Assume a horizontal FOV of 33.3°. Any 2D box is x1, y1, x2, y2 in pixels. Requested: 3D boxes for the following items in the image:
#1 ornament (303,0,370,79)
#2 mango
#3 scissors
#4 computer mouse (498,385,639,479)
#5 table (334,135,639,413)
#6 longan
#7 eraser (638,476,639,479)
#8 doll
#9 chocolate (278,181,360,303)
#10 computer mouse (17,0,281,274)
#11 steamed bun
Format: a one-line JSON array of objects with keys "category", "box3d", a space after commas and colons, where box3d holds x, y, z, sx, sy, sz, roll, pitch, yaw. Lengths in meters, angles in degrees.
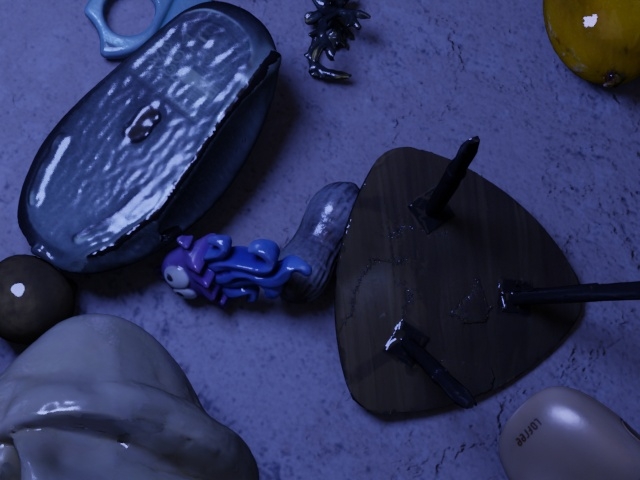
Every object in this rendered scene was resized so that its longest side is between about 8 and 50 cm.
[{"category": "ornament", "box3d": [-0.045, -0.304, 1.338, 0.202, 0.080, 0.236, -16, 79, -20]}, {"category": "mango", "box3d": [0.379, -0.327, 1.389, 0.176, 0.119, 0.317, 16, 63, 2]}, {"category": "scissors", "box3d": [-0.159, -0.363, 1.384, 0.191, 0.029, 0.360, 24, 70, -3]}, {"category": "computer mouse", "box3d": [0.306, 0.269, 1.182, 0.236, 0.082, 0.145, 44, 109, 10]}, {"category": "table", "box3d": [0.197, 0.043, 1.149, 0.317, 0.249, 0.317, 1, 85, -14]}, {"category": "longan", "box3d": [-0.324, 0.063, 1.201, 0.106, 0.106, 0.119, 46, 35, 9]}, {"category": "eraser", "box3d": [0.363, 0.351, 1.127, 0.157, 0.230, 0.038, 24, 30, 2]}, {"category": "doll", "box3d": [-0.104, 0.033, 1.212, 0.205, 0.110, 0.067, -5, 41, 29]}, {"category": "chocolate", "box3d": [0.000, 0.000, 1.264, 0.072, 0.072, 0.167, 31, 74, 4]}, {"category": "computer mouse", "box3d": [-0.191, -0.112, 1.250, 0.203, 0.114, 0.374, 40, 82, 17]}, {"category": "steamed bun", "box3d": [-0.226, 0.285, 1.006, 0.367, 0.255, 0.342, -36, 114, -18]}]
